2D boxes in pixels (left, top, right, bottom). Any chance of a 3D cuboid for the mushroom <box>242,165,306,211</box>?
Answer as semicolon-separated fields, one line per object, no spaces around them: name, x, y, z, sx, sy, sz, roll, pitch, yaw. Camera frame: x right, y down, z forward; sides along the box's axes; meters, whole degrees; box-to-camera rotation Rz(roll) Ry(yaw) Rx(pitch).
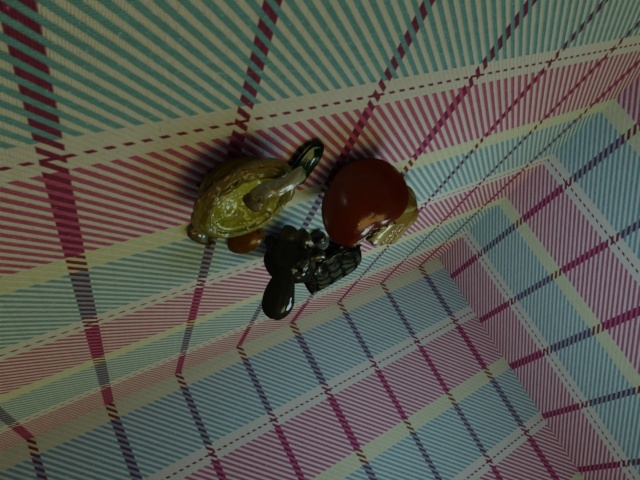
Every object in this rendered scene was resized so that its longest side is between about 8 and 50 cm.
mushroom;-0.116;-0.142;1.316;0.202;0.054;0.059;-31;159;-23

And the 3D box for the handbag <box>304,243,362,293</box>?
handbag;0.055;0.116;2.468;0.325;0.163;0.327;-30;165;-9

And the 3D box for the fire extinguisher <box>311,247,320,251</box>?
fire extinguisher;-0.071;0.059;2.274;0.078;0.045;0.157;12;169;-41

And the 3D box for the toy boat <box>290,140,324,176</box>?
toy boat;-0.055;-0.237;1.553;0.104;0.052;0.210;-11;153;-40

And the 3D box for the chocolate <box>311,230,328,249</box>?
chocolate;0.000;0.000;2.236;0.072;0.072;0.167;-31;164;1

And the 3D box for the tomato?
tomato;0.148;-0.145;1.779;0.341;0.273;0.341;-29;176;-2

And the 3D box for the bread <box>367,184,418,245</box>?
bread;0.294;-0.130;2.149;0.315;0.211;0.270;-10;144;-55

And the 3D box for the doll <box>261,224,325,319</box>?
doll;-0.160;0.135;1.991;0.379;0.252;0.382;-56;173;-18

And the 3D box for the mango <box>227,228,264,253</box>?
mango;-0.280;0.004;1.795;0.159;0.084;0.105;-38;155;22

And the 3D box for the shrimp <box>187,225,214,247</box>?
shrimp;-0.390;-0.016;1.636;0.091;0.043;0.184;-31;161;-9

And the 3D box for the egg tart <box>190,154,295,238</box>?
egg tart;-0.229;-0.142;1.402;0.345;0.132;0.345;-26;161;-10
